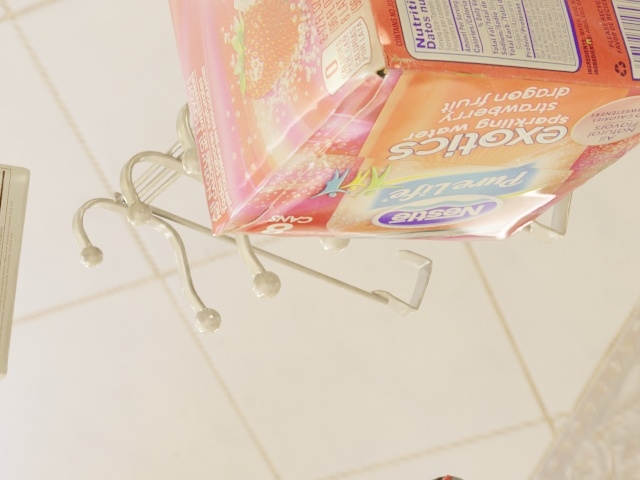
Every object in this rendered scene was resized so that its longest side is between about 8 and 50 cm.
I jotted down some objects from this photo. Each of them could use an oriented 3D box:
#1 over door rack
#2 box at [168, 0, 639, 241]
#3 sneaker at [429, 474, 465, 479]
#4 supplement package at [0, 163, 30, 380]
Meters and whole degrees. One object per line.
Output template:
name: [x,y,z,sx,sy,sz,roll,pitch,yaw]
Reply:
over door rack: [0.000,0.000,1.187,0.324,0.108,0.239,11,158,-25]
box: [0.021,-0.161,0.644,0.154,0.300,0.142,0,155,-32]
sneaker: [0.101,0.296,1.035,0.125,0.104,0.262,18,85,-27]
supplement package: [-0.324,0.027,1.082,0.203,0.149,0.194,9,163,-18]
